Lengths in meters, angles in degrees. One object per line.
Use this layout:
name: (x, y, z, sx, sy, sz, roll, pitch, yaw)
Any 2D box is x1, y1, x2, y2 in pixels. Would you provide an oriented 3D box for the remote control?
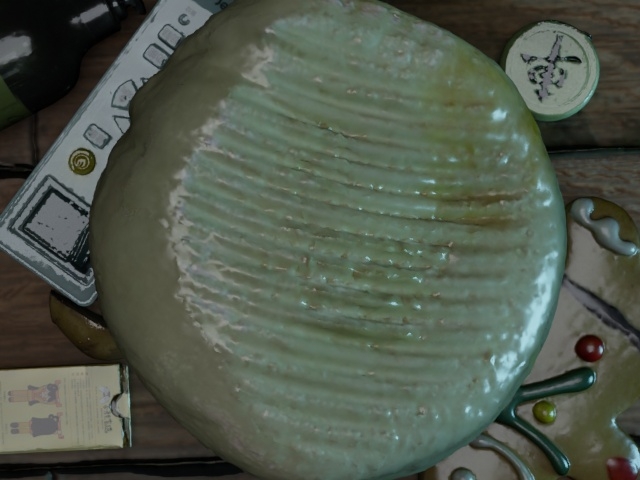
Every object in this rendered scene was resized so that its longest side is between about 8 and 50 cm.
remote control: (-0.145, -0.090, 1.001, 0.103, 0.051, 0.293, 37, 91, -7)

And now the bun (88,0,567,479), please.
bun: (0.000, 0.000, 0.922, 0.365, 0.219, 0.365, 0, 91, -17)

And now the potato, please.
potato: (-0.192, 0.078, 1.012, 0.093, 0.037, 0.036, 28, 95, -2)

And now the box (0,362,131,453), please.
box: (-0.233, 0.141, 1.021, 0.149, 0.020, 0.073, -2, 90, 0)

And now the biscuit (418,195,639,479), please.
biscuit: (0.197, 0.125, 1.013, 0.197, 0.049, 0.301, 40, 91, 1)

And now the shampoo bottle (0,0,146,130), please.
shampoo bottle: (-0.272, -0.135, 0.974, 0.284, 0.101, 0.101, -27, 91, 0)

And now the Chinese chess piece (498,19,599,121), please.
Chinese chess piece: (0.189, -0.141, 1.012, 0.084, 0.034, 0.084, 0, 92, 0)
